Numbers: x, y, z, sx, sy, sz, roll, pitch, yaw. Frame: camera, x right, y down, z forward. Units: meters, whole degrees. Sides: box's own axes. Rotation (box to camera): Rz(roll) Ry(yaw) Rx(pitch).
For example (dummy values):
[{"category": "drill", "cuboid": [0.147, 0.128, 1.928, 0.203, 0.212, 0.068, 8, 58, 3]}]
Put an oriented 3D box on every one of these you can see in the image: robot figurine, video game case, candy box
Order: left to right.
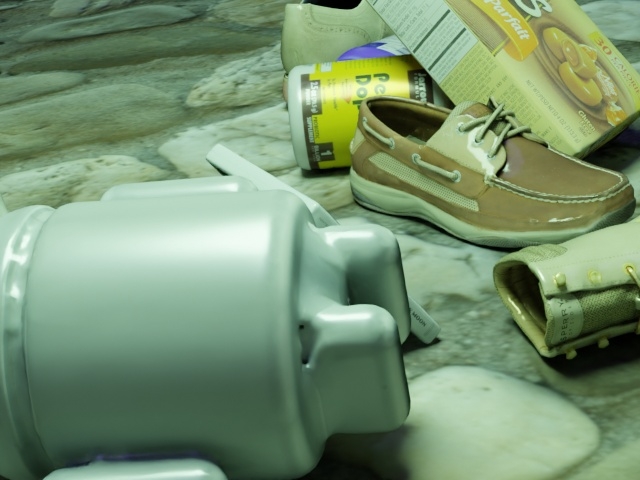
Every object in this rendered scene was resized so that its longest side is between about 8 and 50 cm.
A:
[{"category": "robot figurine", "cuboid": [-0.116, 0.070, 0.945, 0.353, 0.200, 0.300, -3, 45, 9]}, {"category": "video game case", "cuboid": [0.000, 0.000, 1.135, 0.022, 0.173, 0.190, -49, 33, -5]}, {"category": "candy box", "cuboid": [0.189, -0.217, 1.422, 0.316, 0.087, 0.183, 50, 45, 9]}]

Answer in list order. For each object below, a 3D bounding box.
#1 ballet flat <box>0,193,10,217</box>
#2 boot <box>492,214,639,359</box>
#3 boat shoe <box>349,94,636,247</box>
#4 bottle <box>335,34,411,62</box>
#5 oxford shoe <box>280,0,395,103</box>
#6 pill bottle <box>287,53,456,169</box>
[{"category": "ballet flat", "cuboid": [-0.353, 0.023, 1.212, 0.139, 0.139, 0.400, -8, 24, -1]}, {"category": "boot", "cuboid": [0.268, 0.042, 1.030, 0.203, 0.095, 0.262, -14, 23, -17]}, {"category": "boat shoe", "cuboid": [0.150, -0.075, 1.309, 0.324, 0.116, 0.123, 13, 30, 39]}, {"category": "bottle", "cuboid": [0.150, -0.223, 1.682, 0.283, 0.092, 0.118, -24, 29, -35]}, {"category": "oxford shoe", "cuboid": [0.068, -0.303, 1.819, 0.140, 0.147, 0.397, 1, 23, 25]}, {"category": "pill bottle", "cuboid": [0.075, -0.144, 1.488, 0.215, 0.117, 0.117, -6, 23, 4]}]
